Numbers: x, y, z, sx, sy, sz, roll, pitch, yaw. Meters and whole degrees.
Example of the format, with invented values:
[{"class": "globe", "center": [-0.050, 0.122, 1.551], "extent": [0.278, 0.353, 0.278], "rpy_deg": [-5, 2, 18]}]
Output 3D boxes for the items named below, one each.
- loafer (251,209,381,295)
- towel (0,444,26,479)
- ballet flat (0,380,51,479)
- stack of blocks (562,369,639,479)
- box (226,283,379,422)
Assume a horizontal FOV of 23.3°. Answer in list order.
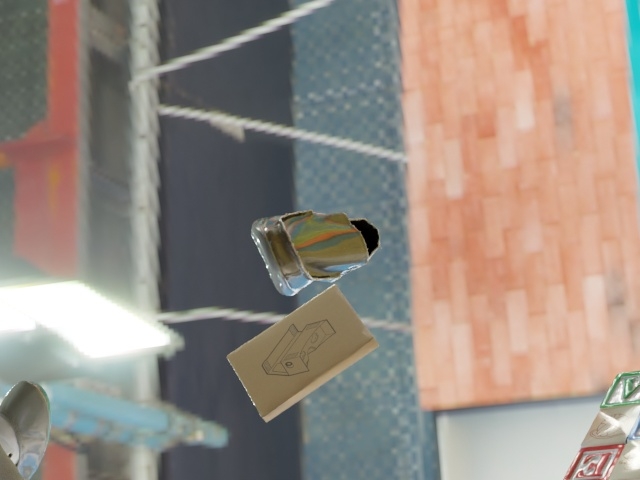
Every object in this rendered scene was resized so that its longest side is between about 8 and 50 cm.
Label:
[{"class": "loafer", "center": [0.000, 0.000, 1.725], "extent": [0.094, 0.087, 0.251], "rpy_deg": [65, -162, 4]}, {"class": "towel", "center": [-0.363, 0.249, 1.158], "extent": [0.324, 0.056, 0.312], "rpy_deg": [-42, -88, -28]}, {"class": "ballet flat", "center": [-0.342, 0.238, 1.654], "extent": [0.068, 0.072, 0.213], "rpy_deg": [-24, -31, -46]}, {"class": "stack of blocks", "center": [0.338, 0.135, 1.102], "extent": [0.087, 0.297, 0.171], "rpy_deg": [56, -134, -19]}, {"class": "box", "center": [-0.028, 0.165, 2.310], "extent": [0.021, 0.201, 0.164], "rpy_deg": [58, 177, -36]}]
